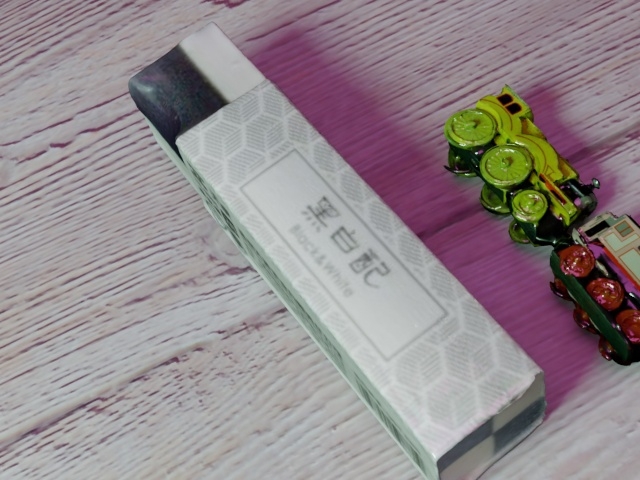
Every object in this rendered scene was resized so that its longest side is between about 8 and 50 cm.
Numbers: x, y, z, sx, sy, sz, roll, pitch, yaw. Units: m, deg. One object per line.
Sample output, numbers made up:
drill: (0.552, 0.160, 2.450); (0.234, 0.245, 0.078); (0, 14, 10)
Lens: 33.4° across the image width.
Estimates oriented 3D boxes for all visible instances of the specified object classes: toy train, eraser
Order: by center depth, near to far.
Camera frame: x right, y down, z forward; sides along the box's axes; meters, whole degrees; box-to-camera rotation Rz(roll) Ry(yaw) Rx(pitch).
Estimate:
toy train: (0.179, -0.012, 0.780); (0.085, 0.053, 0.250); (-28, 58, -10)
eraser: (0.000, 0.000, 0.789); (0.096, 0.098, 0.404); (-35, 59, -9)
